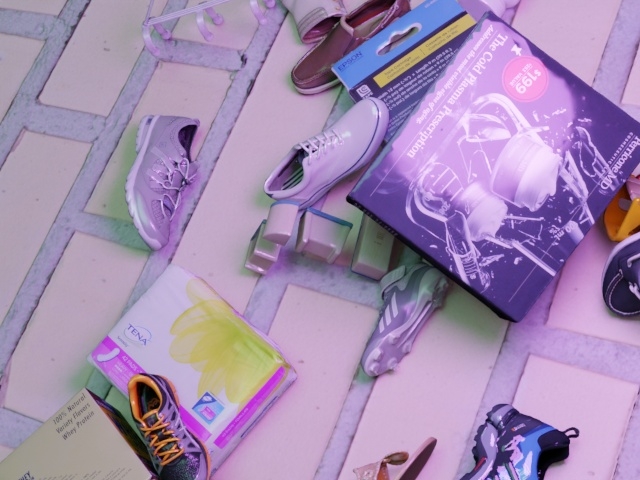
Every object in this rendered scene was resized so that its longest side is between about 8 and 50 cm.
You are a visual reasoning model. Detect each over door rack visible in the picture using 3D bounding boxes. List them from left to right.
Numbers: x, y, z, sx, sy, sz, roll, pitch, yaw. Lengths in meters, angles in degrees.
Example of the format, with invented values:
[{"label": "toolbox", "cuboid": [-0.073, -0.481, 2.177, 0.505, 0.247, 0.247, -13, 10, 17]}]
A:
[{"label": "over door rack", "cuboid": [-0.215, -0.490, 2.274, 0.239, 0.108, 0.324, -14, 46, 11]}]

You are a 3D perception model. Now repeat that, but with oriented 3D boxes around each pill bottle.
[{"label": "pill bottle", "cuboid": [0.321, -0.474, 2.071, 0.108, 0.108, 0.180, 25, 74, 28]}]

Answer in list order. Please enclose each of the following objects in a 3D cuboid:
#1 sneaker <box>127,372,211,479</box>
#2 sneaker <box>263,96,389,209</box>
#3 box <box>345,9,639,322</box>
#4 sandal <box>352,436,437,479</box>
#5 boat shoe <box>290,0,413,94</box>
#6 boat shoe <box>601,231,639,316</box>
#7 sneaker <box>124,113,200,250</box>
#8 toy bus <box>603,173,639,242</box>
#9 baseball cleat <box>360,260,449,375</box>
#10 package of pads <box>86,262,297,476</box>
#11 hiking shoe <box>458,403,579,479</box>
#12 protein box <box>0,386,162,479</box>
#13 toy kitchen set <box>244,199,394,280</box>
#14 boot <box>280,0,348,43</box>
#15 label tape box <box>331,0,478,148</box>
[{"label": "sneaker", "cuboid": [-0.237, 0.291, 1.765, 0.084, 0.083, 0.215, -34, 63, 3]}, {"label": "sneaker", "cuboid": [0.008, -0.142, 1.952, 0.258, 0.091, 0.094, -46, 58, 26]}, {"label": "box", "cuboid": [0.262, -0.105, 1.756, 0.312, 0.179, 0.343, 37, 89, 0]}, {"label": "sandal", "cuboid": [0.072, 0.370, 1.727, 0.079, 0.088, 0.240, 32, 82, 23]}, {"label": "boat shoe", "cuboid": [0.047, -0.368, 2.115, 0.257, 0.095, 0.095, -37, 58, -2]}, {"label": "boat shoe", "cuboid": [0.480, 0.039, 1.646, 0.114, 0.302, 0.091, 22, 55, -1]}, {"label": "sneaker", "cuboid": [-0.273, -0.115, 2.086, 0.115, 0.105, 0.281, -8, 61, 15]}, {"label": "toy bus", "cuboid": [0.529, -0.024, 1.766, 0.202, 0.191, 0.104, 39, 124, 31]}, {"label": "baseball cleat", "cuboid": [0.117, 0.122, 1.863, 0.206, 0.072, 0.109, -47, 45, -14]}, {"label": "package of pads", "cuboid": [-0.207, 0.199, 1.901, 0.296, 0.101, 0.229, 37, 81, 29]}, {"label": "hiking shoe", "cuboid": [0.253, 0.378, 1.646, 0.132, 0.113, 0.304, 15, 69, 26]}, {"label": "protein box", "cuboid": [-0.363, 0.383, 1.838, 0.200, 0.136, 0.201, -42, 59, -5]}, {"label": "toy kitchen set", "cuboid": [0.000, 0.000, 1.957, 0.207, 0.166, 0.122, 21, 59, -10]}, {"label": "boot", "cuboid": [0.029, -0.473, 2.188, 0.213, 0.077, 0.165, -30, 57, 8]}, {"label": "label tape box", "cuboid": [0.212, -0.229, 1.979, 0.249, 0.115, 0.348, -35, 56, 0]}]
